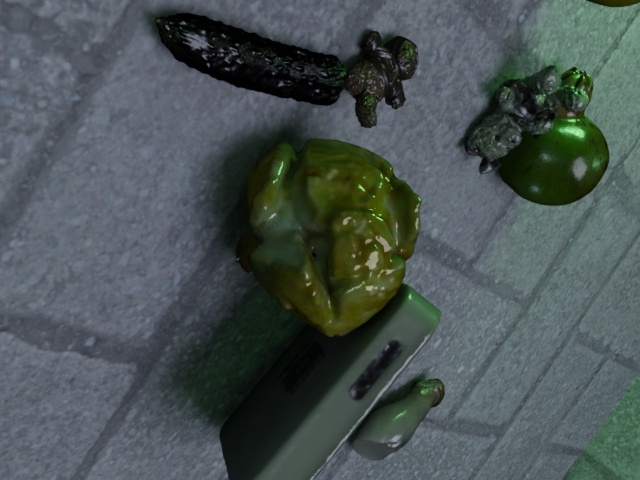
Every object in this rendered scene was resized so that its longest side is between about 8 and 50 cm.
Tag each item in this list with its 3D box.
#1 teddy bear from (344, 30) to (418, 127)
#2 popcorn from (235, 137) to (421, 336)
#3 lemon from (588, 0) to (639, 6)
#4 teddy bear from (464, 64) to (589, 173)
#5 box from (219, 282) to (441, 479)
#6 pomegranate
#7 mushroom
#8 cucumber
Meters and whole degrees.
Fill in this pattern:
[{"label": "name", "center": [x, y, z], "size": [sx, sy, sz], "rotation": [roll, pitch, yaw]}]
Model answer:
[{"label": "teddy bear", "center": [0.074, -0.225, 1.268], "size": [0.160, 0.077, 0.119], "rotation": [-46, 124, -37]}, {"label": "popcorn", "center": [0.004, 0.003, 1.225], "size": [0.225, 0.276, 0.277], "rotation": [7, 121, -8]}, {"label": "lemon", "center": [0.441, -0.455, 1.383], "size": [0.248, 0.184, 0.184], "rotation": [32, 95, -43]}, {"label": "teddy bear", "center": [0.329, -0.218, 1.539], "size": [0.213, 0.111, 0.133], "rotation": [-39, 127, 22]}, {"label": "box", "center": [0.003, 0.210, 1.349], "size": [0.367, 0.090, 0.373], "rotation": [-49, -172, -4]}, {"label": "pomegranate", "center": [0.445, -0.172, 1.644], "size": [0.190, 0.159, 0.241], "rotation": [27, 94, -54]}, {"label": "mushroom", "center": [0.160, 0.352, 1.834], "size": [0.225, 0.093, 0.116], "rotation": [-45, 159, -26]}, {"label": "cucumber", "center": [-0.083, -0.217, 1.102], "size": [0.300, 0.072, 0.072], "rotation": [5, 116, -47]}]
